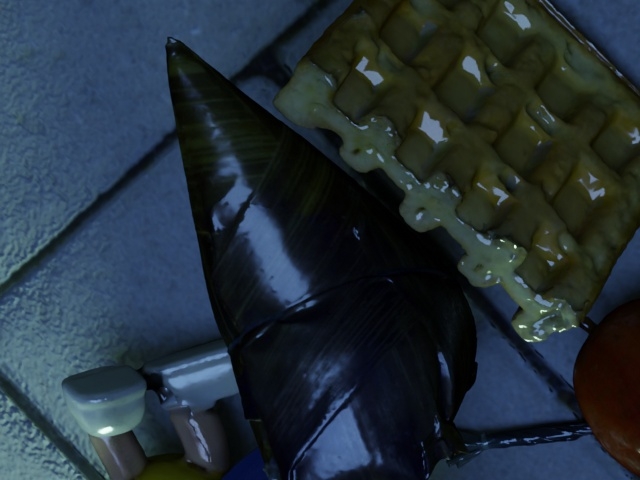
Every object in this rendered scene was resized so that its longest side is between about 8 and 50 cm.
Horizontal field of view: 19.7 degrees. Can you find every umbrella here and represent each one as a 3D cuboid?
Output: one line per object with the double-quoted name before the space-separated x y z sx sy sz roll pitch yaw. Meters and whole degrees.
"umbrella" 0.189 0.215 1.917 0.269 0.044 0.044 -6 141 18

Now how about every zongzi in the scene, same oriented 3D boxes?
"zongzi" 0.000 0.000 1.707 0.208 0.403 0.432 -24 93 15

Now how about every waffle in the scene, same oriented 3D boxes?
"waffle" 0.158 -0.112 1.653 0.348 0.304 0.077 44 139 -7

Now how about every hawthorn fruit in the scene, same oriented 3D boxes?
"hawthorn fruit" 0.328 0.133 1.770 0.202 0.185 0.185 40 119 20

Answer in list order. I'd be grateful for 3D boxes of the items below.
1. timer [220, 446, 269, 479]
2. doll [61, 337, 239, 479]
"timer" 0.063 0.392 1.896 0.270 0.270 0.383 -23 133 23
"doll" -0.133 0.295 1.981 0.348 0.161 0.423 -35 109 8
